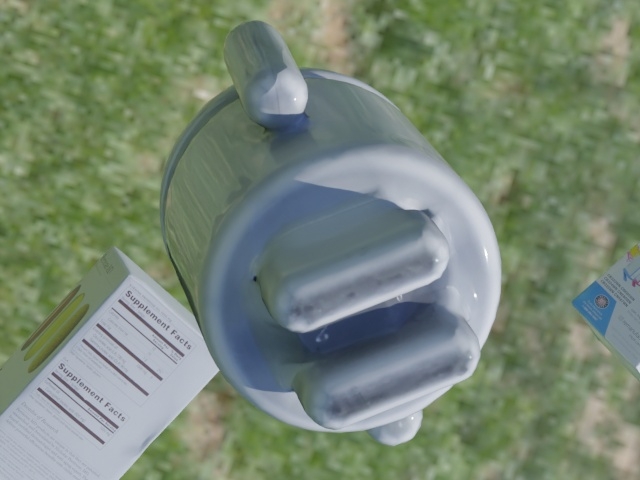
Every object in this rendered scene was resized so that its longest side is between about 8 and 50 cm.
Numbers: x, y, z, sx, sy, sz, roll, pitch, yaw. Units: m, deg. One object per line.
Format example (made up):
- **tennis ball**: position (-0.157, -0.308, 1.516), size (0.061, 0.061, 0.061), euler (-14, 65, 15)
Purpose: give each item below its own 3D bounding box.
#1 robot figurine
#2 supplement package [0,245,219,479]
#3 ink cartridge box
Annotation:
- **robot figurine**: position (0.000, 0.000, 1.348), size (0.353, 0.200, 0.300), euler (-122, -164, -65)
- **supplement package**: position (-0.228, 0.147, 1.925), size (0.244, 0.134, 0.139), euler (-48, -162, -1)
- **ink cartridge box**: position (0.306, 0.050, 1.690), size (0.143, 0.092, 0.090), euler (-43, 143, 1)
